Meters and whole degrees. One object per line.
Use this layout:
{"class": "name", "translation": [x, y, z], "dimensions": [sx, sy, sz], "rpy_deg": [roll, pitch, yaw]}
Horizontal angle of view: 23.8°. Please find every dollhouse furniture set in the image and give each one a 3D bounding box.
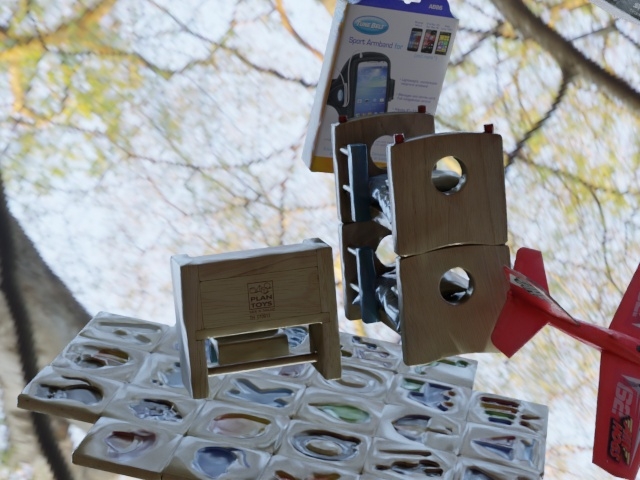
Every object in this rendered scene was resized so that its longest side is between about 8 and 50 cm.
{"class": "dollhouse furniture set", "translation": [0.000, 0.000, 0.869], "dimensions": [0.184, 0.129, 0.129], "rpy_deg": [-7, -79, -14]}

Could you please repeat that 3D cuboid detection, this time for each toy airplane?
{"class": "toy airplane", "translation": [0.152, 0.056, 0.830], "dimensions": [0.151, 0.028, 0.151], "rpy_deg": [10, -113, -26]}

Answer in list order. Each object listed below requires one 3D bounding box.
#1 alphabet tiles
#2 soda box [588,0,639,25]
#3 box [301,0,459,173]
{"class": "alphabet tiles", "translation": [-0.016, 0.114, 1.039], "dimensions": [0.343, 0.285, 0.011], "rpy_deg": [12, -71, 7]}
{"class": "soda box", "translation": [0.217, -0.221, 1.203], "dimensions": [0.060, 0.169, 0.053], "rpy_deg": [33, -79, 47]}
{"class": "box", "translation": [0.041, -0.109, 1.022], "dimensions": [0.028, 0.081, 0.136], "rpy_deg": [-127, -134, -60]}
